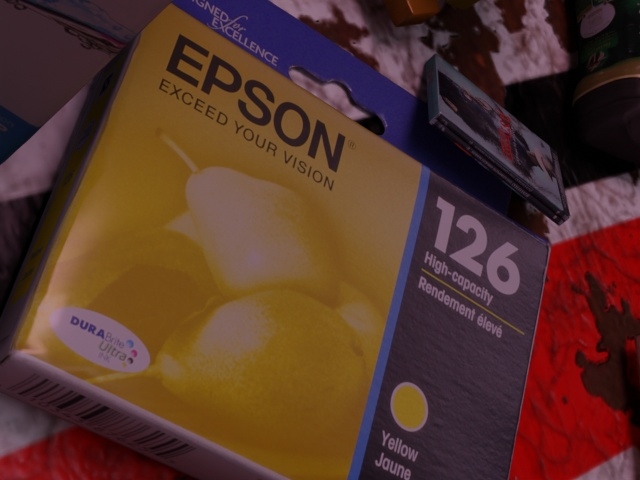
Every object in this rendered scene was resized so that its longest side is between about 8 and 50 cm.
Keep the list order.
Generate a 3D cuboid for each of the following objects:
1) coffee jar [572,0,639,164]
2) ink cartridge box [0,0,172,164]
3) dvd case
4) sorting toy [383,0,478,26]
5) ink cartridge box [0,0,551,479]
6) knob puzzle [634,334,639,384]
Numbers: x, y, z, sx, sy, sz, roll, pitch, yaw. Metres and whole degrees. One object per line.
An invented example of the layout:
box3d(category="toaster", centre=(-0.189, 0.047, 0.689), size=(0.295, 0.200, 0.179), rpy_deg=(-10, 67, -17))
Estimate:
box3d(category="coffee jar", centre=(0.238, -0.149, 0.898), size=(0.096, 0.079, 0.184), rpy_deg=(17, 65, -30))
box3d(category="ink cartridge box", centre=(-0.133, -0.202, 0.531), size=(0.197, 0.270, 0.198), rpy_deg=(37, 57, -20))
box3d(category="dvd case", centre=(0.118, -0.069, 0.803), size=(0.119, 0.013, 0.087), rpy_deg=(37, 29, -20))
box3d(category="sorting toy", centre=(0.054, -0.302, 0.829), size=(0.229, 0.041, 0.307), rpy_deg=(-17, 82, -43))
box3d(category="ink cartridge box", centre=(0.000, 0.000, 0.684), size=(0.303, 0.072, 0.307), rpy_deg=(29, 60, -24))
box3d(category="knob puzzle", centre=(0.300, 0.160, 0.861), size=(0.213, 0.030, 0.213), rpy_deg=(13, 66, -31))
